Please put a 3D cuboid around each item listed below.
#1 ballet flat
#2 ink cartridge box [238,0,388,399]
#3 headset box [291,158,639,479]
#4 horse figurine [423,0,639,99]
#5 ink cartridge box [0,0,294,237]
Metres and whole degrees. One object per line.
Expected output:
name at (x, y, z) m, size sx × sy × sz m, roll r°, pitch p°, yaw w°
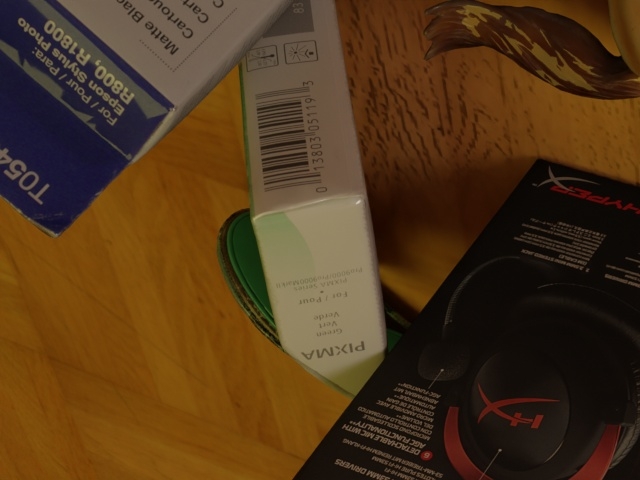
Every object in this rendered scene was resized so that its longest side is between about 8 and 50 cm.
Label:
ballet flat at (0.014, 0.056, 1.026) m, size 0.188 × 0.070 × 0.070 m, roll 42°, pitch 147°, yaw 4°
ink cartridge box at (0.000, 0.000, 0.873) m, size 0.056 × 0.181 × 0.225 m, roll -8°, pitch 135°, yaw 0°
headset box at (0.122, 0.118, 0.776) m, size 0.218 × 0.293 × 0.110 m, roll 18°, pitch 141°, yaw 29°
horse figurine at (0.140, -0.124, 0.683) m, size 0.174 × 0.066 × 0.263 m, roll 45°, pitch 145°, yaw 3°
ink cartridge box at (-0.121, -0.148, 0.768) m, size 0.223 × 0.224 × 0.045 m, roll 40°, pitch 147°, yaw -2°
